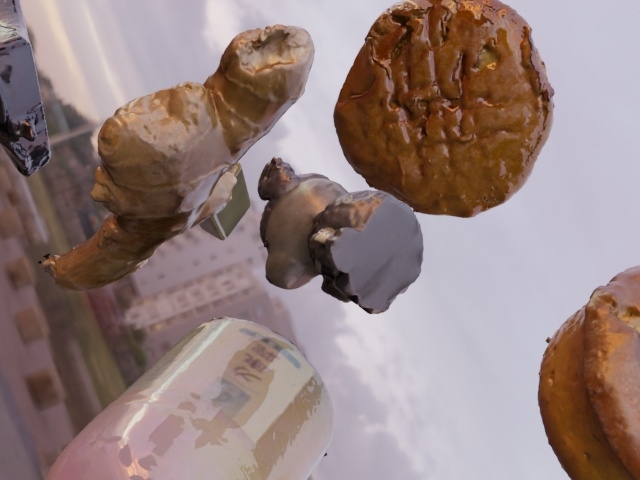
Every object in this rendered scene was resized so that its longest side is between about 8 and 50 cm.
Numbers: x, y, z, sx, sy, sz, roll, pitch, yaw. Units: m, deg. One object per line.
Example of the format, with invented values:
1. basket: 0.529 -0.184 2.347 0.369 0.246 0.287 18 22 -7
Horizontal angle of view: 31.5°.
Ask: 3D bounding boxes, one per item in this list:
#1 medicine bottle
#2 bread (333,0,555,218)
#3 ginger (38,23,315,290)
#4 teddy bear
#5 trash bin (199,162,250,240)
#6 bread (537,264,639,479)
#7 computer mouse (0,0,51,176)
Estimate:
1. medicine bottle: -0.169 0.280 1.261 0.406 0.235 0.236 -45 123 -54
2. bread: 0.229 -0.239 1.987 0.215 0.398 0.398 -35 106 -73
3. ginger: -0.126 -0.047 0.890 0.081 0.148 0.334 53 -46 13
4. teddy bear: 0.016 0.009 1.316 0.171 0.144 0.251 34 -8 -31
5. trash bin: -0.105 -0.044 1.170 0.043 0.061 0.092 30 -15 18
6. bread: 0.368 0.176 1.394 0.194 0.178 0.340 131 -28 -54
7. computer mouse: -0.317 -0.168 1.100 0.264 0.088 0.147 -120 -160 -47
